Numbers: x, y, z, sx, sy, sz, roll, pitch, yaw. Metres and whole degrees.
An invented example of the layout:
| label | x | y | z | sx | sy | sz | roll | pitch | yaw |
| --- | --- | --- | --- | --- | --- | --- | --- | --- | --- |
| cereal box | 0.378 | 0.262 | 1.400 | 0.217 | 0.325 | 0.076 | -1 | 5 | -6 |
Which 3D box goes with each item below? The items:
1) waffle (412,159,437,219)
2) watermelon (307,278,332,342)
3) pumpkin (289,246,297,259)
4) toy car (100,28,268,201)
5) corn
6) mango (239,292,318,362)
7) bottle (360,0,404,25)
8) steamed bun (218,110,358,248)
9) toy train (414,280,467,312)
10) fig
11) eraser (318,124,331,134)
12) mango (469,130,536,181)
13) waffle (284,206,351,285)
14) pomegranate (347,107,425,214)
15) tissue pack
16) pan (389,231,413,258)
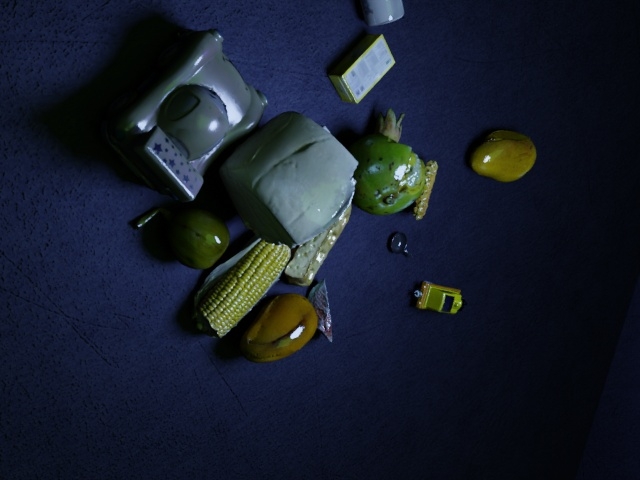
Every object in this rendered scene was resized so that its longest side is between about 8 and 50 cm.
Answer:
| label | x | y | z | sx | sy | sz | roll | pitch | yaw |
| --- | --- | --- | --- | --- | --- | --- | --- | --- | --- |
| waffle | 0.312 | -0.153 | 2.035 | 0.191 | 0.038 | 0.191 | 16 | 90 | -78 |
| watermelon | 0.001 | 0.199 | 1.906 | 0.081 | 0.094 | 0.180 | -14 | 96 | -33 |
| pumpkin | -0.101 | 0.034 | 1.810 | 0.083 | 0.028 | 0.050 | -48 | 126 | -8 |
| toy car | -0.272 | -0.268 | 1.457 | 0.336 | 0.226 | 0.242 | -50 | 127 | -16 |
| corn | -0.197 | 0.110 | 1.704 | 0.305 | 0.122 | 0.123 | -48 | 158 | -16 |
| mango | -0.108 | 0.232 | 1.772 | 0.236 | 0.166 | 0.136 | -35 | 117 | -28 |
| bottle | 0.140 | -0.683 | 1.759 | 0.110 | 0.110 | 0.233 | -34 | 121 | -28 |
| steamed bun | -0.052 | -0.137 | 1.547 | 0.290 | 0.272 | 0.273 | -54 | 125 | -19 |
| toy train | 0.391 | 0.191 | 2.192 | 0.219 | 0.127 | 0.089 | 14 | 93 | -40 |
| fig | -0.302 | -0.018 | 1.584 | 0.148 | 0.186 | 0.142 | -45 | 173 | 3 |
| eraser | -0.067 | -0.162 | 1.748 | 0.279 | 0.081 | 0.124 | -49 | 126 | -18 |
| mango | 0.594 | -0.275 | 2.232 | 0.261 | 0.130 | 0.167 | 0 | 107 | -33 |
| waffle | 0.000 | 0.000 | 1.809 | 0.274 | 0.057 | 0.168 | -58 | 170 | -11 |
| pomegranate | 0.170 | -0.217 | 1.863 | 0.236 | 0.236 | 0.302 | 31 | 49 | -40 |
| tissue pack | 0.111 | -0.461 | 1.826 | 0.176 | 0.062 | 0.095 | -50 | 130 | -18 |
| pan | 0.248 | 0.020 | 2.094 | 0.115 | 0.023 | 0.068 | 45 | 72 | -35 |
